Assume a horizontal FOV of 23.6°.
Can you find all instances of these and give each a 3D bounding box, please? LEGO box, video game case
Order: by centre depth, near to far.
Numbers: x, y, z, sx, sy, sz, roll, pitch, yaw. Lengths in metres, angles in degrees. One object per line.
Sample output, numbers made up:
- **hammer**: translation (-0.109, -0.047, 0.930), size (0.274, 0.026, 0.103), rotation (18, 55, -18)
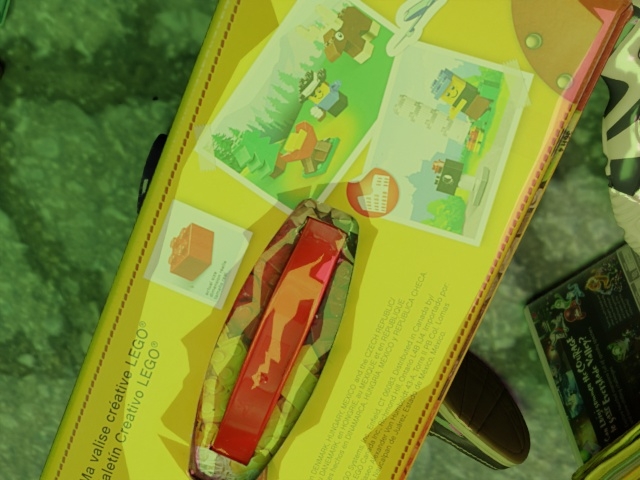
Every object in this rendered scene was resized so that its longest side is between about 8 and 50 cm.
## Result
- **LEGO box**: translation (0.000, 0.000, 0.977), size (0.193, 0.372, 0.500), rotation (23, 111, 0)
- **video game case**: translation (0.254, 0.092, 1.177), size (0.173, 0.190, 0.022), rotation (-35, 144, 28)

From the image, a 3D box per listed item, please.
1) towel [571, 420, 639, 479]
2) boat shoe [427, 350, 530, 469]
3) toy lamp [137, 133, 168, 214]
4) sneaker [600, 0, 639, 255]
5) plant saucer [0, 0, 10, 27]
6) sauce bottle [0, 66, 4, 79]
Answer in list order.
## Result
- **towel**: translation (0.307, 0.205, 1.134), size (0.237, 0.021, 0.102), rotation (31, 126, -18)
- **boat shoe**: translation (0.078, 0.119, 1.288), size (0.223, 0.080, 0.073), rotation (40, 127, -10)
- **toy lamp**: translation (-0.003, -0.017, 1.212), size (0.275, 0.080, 0.080), rotation (16, 125, 3)
- **sneaker**: translation (0.283, -0.090, 1.094), size (0.153, 0.094, 0.235), rotation (-4, 113, 23)
- **plant saucer**: translation (-0.241, -0.251, 1.136), size (0.067, 0.018, 0.192), rotation (23, 124, -5)
- **sauce bottle**: translation (-0.313, -0.150, 1.202), size (0.128, 0.042, 0.042), rotation (31, 123, -10)
